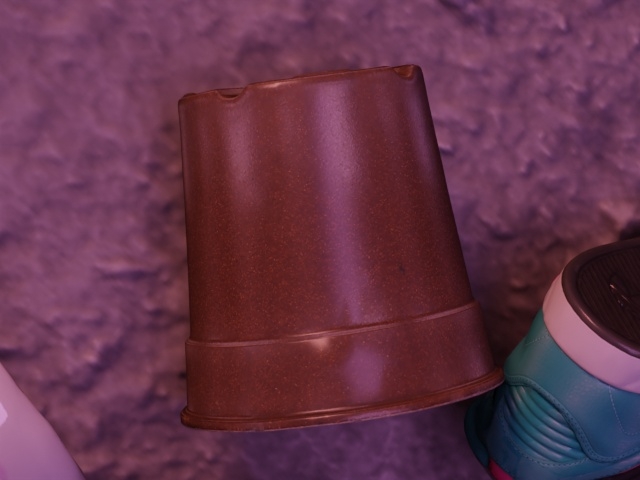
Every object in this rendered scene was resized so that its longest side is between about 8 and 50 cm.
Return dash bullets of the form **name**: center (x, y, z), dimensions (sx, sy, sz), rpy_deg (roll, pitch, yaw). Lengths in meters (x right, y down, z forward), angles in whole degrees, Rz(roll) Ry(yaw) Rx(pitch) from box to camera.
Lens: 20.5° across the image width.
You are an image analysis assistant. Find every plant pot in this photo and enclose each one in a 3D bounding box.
- **plant pot**: center (0.000, 0.000, 0.891), dimensions (0.167, 0.167, 0.165), rpy_deg (-9, 94, -21)

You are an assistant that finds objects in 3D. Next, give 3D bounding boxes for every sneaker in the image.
- **sneaker**: center (0.186, 0.093, 1.000), dimensions (0.295, 0.124, 0.178), rpy_deg (-4, 134, -49)

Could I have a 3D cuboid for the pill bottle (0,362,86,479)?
- **pill bottle**: center (-0.265, 0.151, 0.790), dimensions (0.301, 0.169, 0.169), rpy_deg (-38, 110, -14)
